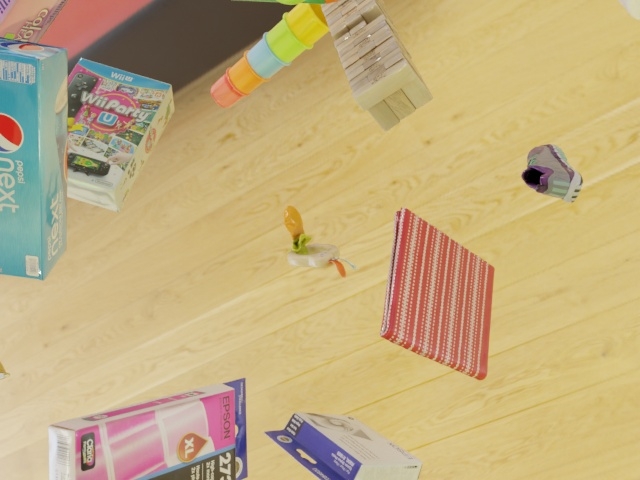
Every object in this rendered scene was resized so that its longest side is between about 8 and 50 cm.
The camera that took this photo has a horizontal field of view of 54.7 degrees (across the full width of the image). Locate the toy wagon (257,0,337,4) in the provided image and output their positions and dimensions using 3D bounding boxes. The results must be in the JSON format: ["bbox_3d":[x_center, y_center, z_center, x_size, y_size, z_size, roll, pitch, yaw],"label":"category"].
[{"bbox_3d":[-0.050,-0.306,0.599,0.344,0.068,0.267,14,47,28],"label":"toy wagon"}]

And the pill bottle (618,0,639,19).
[{"bbox_3d":[0.487,-0.513,1.010,0.176,0.176,0.318,-28,58,19],"label":"pill bottle"}]

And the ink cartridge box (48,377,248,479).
[{"bbox_3d":[-0.214,0.319,0.905,0.069,0.371,0.175,-3,87,33],"label":"ink cartridge box"}]

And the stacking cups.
[{"bbox_3d":[-0.117,-0.396,1.335,0.316,0.096,0.096,-32,69,27],"label":"stacking cups"}]

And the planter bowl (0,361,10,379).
[{"bbox_3d":[-0.685,0.218,1.118,0.217,0.217,0.090,-18,75,22],"label":"planter bowl"}]

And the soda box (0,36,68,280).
[{"bbox_3d":[-0.278,-0.073,0.572,0.067,0.071,0.210,9,114,-6],"label":"soda box"}]

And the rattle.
[{"bbox_3d":[0.000,0.000,1.430,0.200,0.130,0.142,15,99,63],"label":"rattle"}]

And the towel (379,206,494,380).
[{"bbox_3d":[0.186,0.089,0.941,0.031,0.275,0.198,-10,62,42],"label":"towel"}]

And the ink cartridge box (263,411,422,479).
[{"bbox_3d":[0.041,0.392,1.179,0.223,0.224,0.045,18,93,51],"label":"ink cartridge box"}]

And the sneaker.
[{"bbox_3d":[0.456,-0.153,1.287,0.098,0.223,0.083,8,115,-7],"label":"sneaker"}]

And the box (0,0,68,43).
[{"bbox_3d":[-0.536,-0.412,0.944,0.214,0.117,0.243,-36,97,29],"label":"box"}]

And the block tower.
[{"bbox_3d":[0.080,-0.311,0.985,0.091,0.097,0.335,-32,42,20],"label":"block tower"}]

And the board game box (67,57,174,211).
[{"bbox_3d":[-0.485,-0.235,1.359,0.224,0.097,0.303,17,61,2],"label":"board game box"}]
